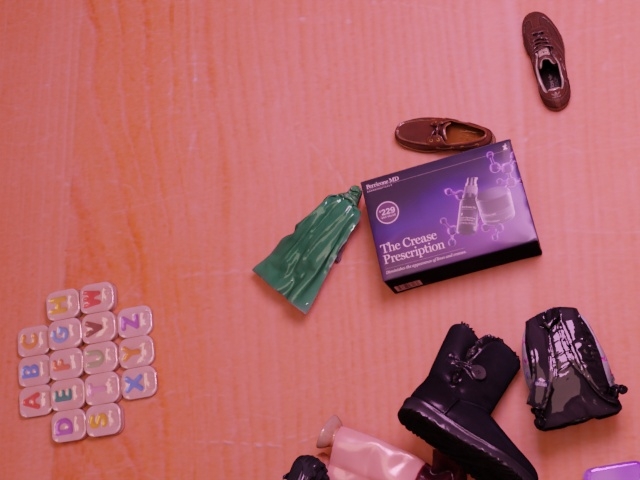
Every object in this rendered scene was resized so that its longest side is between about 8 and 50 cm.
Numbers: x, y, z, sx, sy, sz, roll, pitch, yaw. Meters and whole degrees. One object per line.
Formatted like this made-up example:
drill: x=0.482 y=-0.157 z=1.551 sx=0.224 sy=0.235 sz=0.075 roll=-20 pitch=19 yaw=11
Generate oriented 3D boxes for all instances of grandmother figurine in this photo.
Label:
grandmother figurine: x=0.156 y=0.388 z=1.570 sx=0.342 sy=0.104 sz=0.208 roll=21 pitch=110 yaw=17

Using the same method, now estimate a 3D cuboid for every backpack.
backpack: x=0.376 y=0.197 z=1.541 sx=0.152 sy=0.115 sz=0.182 roll=-14 pitch=72 yaw=0

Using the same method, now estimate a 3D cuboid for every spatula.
spatula: x=0.548 y=0.355 z=1.481 sx=0.296 sy=0.030 sz=0.084 roll=-20 pitch=72 yaw=24

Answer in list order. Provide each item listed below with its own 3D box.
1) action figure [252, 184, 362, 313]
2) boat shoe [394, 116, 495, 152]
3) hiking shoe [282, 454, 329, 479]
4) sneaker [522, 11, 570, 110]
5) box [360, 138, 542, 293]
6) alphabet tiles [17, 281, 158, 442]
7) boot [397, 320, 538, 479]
action figure: x=0.000 y=0.000 z=1.726 sx=0.137 sy=0.063 sz=0.232 roll=38 pitch=92 yaw=23
boat shoe: x=0.213 y=-0.187 z=1.714 sx=0.178 sy=0.060 sz=0.064 roll=8 pitch=79 yaw=18
hiking shoe: x=-0.091 y=0.465 z=1.577 sx=0.132 sy=0.113 sz=0.304 roll=28 pitch=103 yaw=27
sneaker: x=0.390 y=-0.319 z=1.691 sx=0.066 sy=0.071 sz=0.188 roll=-17 pitch=73 yaw=11
box: x=0.218 y=-0.039 z=1.655 sx=0.261 sy=0.103 sz=0.184 roll=-16 pitch=70 yaw=12
alphabet tiles: x=-0.434 y=0.222 z=1.817 sx=0.278 sy=0.021 sz=0.284 roll=-11 pitch=74 yaw=14
boot: x=0.267 y=0.257 z=1.533 sx=0.246 sy=0.094 sz=0.207 roll=33 pitch=56 yaw=12
